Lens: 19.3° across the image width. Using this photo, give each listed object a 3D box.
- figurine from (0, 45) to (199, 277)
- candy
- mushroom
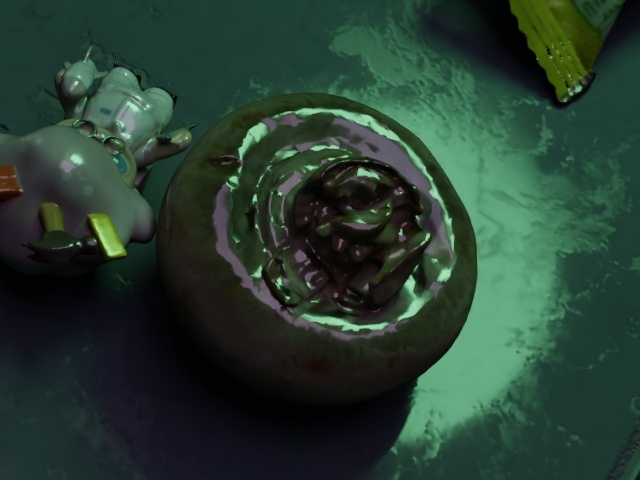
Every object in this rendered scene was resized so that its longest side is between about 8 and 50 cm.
[{"bbox_3d":[-0.170,-0.046,1.313,0.137,0.112,0.229,32,42,-3],"label":"figurine"},{"bbox_3d":[0.251,-0.266,1.549,0.297,0.081,0.187,-38,100,-24],"label":"candy"},{"bbox_3d":[0.000,0.000,1.284,0.226,0.178,0.226,4,64,-9],"label":"mushroom"}]
